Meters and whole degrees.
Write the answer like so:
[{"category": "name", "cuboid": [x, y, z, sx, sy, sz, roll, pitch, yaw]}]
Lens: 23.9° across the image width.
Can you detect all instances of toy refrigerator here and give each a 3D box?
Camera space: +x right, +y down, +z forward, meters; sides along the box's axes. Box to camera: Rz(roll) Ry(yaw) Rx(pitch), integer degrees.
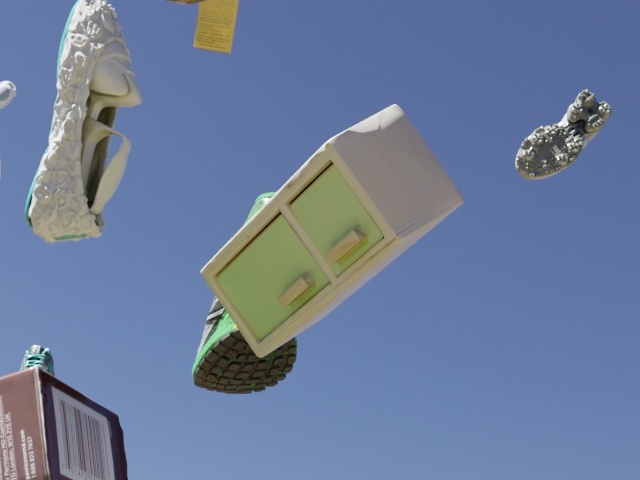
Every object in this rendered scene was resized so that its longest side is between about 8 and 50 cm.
[{"category": "toy refrigerator", "cuboid": [0.000, 0.000, 1.318, 0.102, 0.094, 0.269, 56, -37, 5]}]

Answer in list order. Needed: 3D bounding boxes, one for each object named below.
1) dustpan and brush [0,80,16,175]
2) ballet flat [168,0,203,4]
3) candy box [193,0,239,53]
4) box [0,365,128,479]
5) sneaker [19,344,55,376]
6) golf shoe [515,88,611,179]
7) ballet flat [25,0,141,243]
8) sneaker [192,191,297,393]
[{"category": "dustpan and brush", "cuboid": [-0.337, -0.102, 1.403, 0.060, 0.211, 0.147, -36, -78, 19]}, {"category": "ballet flat", "cuboid": [-0.067, -0.239, 0.768, 0.080, 0.232, 0.073, -2, -4, 10]}, {"category": "candy box", "cuboid": [-0.123, -0.346, 1.930, 0.053, 0.187, 0.109, 9, 24, -5]}, {"category": "box", "cuboid": [-0.417, 0.272, 1.611, 0.381, 0.143, 0.191, -18, -27, 14]}, {"category": "sneaker", "cuboid": [-0.428, 0.194, 2.257, 0.065, 0.076, 0.166, 0, -1, -6]}, {"category": "golf shoe", "cuboid": [0.325, -0.125, 2.058, 0.069, 0.176, 0.086, 45, -28, 14]}, {"category": "ballet flat", "cuboid": [-0.349, -0.186, 2.376, 0.147, 0.409, 0.147, 10, -11, 2]}, {"category": "sneaker", "cuboid": [-0.087, 0.083, 2.109, 0.134, 0.146, 0.343, 11, -53, -24]}]
